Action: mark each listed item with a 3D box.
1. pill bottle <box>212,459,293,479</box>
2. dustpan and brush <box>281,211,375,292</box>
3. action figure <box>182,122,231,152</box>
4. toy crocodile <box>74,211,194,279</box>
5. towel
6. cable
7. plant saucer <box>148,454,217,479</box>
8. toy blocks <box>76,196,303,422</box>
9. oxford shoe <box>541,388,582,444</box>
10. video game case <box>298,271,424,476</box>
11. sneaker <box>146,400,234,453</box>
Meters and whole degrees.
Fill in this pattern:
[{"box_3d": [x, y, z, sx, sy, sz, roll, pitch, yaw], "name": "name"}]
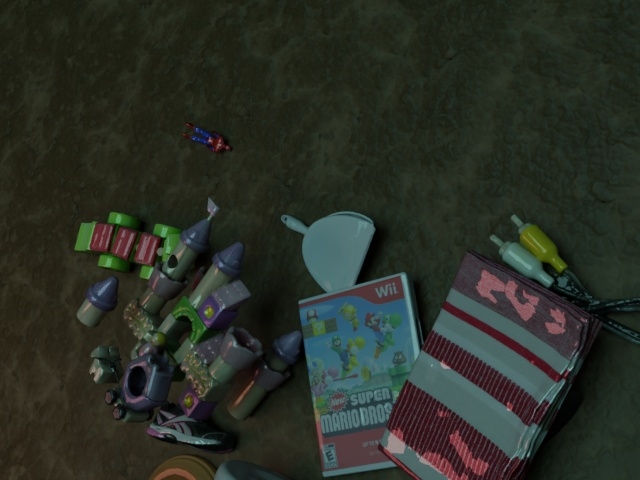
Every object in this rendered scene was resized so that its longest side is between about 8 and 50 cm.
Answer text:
[{"box_3d": [-0.138, 0.516, 1.285, 0.176, 0.176, 0.319, 24, 89, 36], "name": "pill bottle"}, {"box_3d": [0.000, 0.000, 1.435, 0.211, 0.060, 0.147, 27, 105, 29], "name": "dustpan and brush"}, {"box_3d": [-0.218, -0.198, 1.653, 0.115, 0.030, 0.038, 27, 97, 32], "name": "action figure"}, {"box_3d": [-0.364, 0.010, 1.638, 0.340, 0.105, 0.115, 11, 82, 36], "name": "toy crocodile"}, {"box_3d": [0.214, 0.201, 1.157, 0.237, 0.037, 0.329, 32, 101, 48], "name": "towel"}, {"box_3d": [0.345, 0.084, 1.161, 0.287, 0.072, 0.139, 34, 99, 37], "name": "cable"}, {"box_3d": [-0.244, 0.472, 1.457, 0.200, 0.037, 0.200, -10, 70, 30], "name": "plant saucer"}, {"box_3d": [-0.197, 0.110, 1.368, 0.260, 0.309, 0.288, -52, 55, 17], "name": "toy blocks"}, {"box_3d": [0.263, 0.259, 1.165, 0.212, 0.076, 0.076, -42, 48, 16], "name": "oxford shoe"}, {"box_3d": [0.072, 0.211, 1.316, 0.204, 0.025, 0.285, -17, 72, 29], "name": "video game case"}, {"box_3d": [-0.227, 0.320, 1.475, 0.178, 0.072, 0.077, 5, 68, 29], "name": "sneaker"}]
